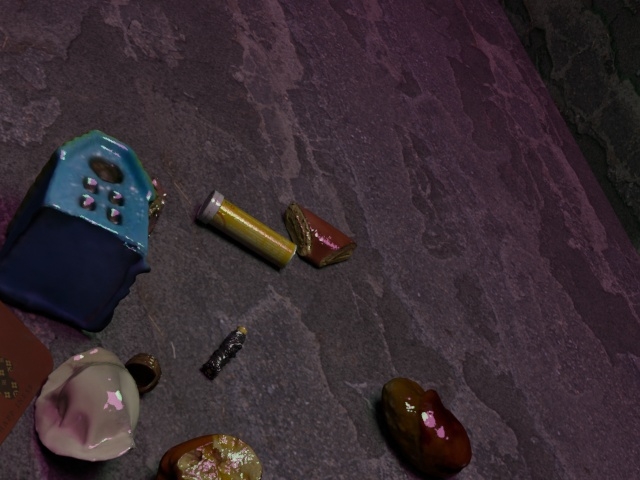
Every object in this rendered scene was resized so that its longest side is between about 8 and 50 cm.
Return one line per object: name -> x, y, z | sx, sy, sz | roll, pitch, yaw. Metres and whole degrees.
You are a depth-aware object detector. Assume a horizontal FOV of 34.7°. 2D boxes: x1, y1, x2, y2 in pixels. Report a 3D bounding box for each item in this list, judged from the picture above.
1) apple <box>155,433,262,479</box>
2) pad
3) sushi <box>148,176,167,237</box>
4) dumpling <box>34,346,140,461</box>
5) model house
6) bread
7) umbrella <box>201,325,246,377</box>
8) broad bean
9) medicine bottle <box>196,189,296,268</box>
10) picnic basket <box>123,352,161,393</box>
apple -> -0.185, 0.389, 1.652 | 0.158, 0.147, 0.156 | 12, 76, -22
pad -> -0.524, 0.209, 1.589 | 0.181, 0.004, 0.267 | 51, 31, -19
sushi -> -0.392, -0.065, 1.980 | 0.161, 0.107, 0.241 | 30, 36, -11
dumpling -> -0.373, 0.263, 1.640 | 0.166, 0.126, 0.216 | -5, 66, -14
model house -> -0.428, -0.035, 1.797 | 0.215, 0.237, 0.303 | 24, 36, -27
bread -> 0.000, -0.001, 2.321 | 0.192, 0.067, 0.119 | 31, 36, -16
umbrella -> -0.177, 0.209, 1.943 | 0.040, 0.037, 0.144 | 30, 37, 6
broad bean -> 0.214, 0.373, 2.075 | 0.156, 0.122, 0.228 | -13, 64, -48
medicine bottle -> -0.155, -0.022, 2.190 | 0.218, 0.074, 0.074 | 32, 35, -15
picnic basket -> -0.312, 0.238, 1.752 | 0.072, 0.072, 0.083 | 37, 25, -7
